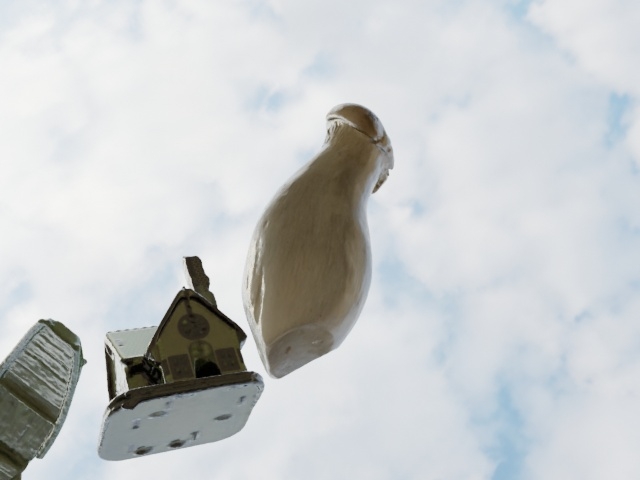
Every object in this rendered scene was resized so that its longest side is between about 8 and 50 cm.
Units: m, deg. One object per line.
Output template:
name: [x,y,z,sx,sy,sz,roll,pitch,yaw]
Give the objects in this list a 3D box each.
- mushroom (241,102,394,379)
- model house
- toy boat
mushroom: [0.002,0.000,0.534,0.088,0.097,0.213,-7,-126,41]
model house: [-0.234,0.148,1.063,0.218,0.205,0.279,-5,-127,-27]
toy boat: [-0.309,0.176,0.760,0.093,0.293,0.055,38,-151,-2]
